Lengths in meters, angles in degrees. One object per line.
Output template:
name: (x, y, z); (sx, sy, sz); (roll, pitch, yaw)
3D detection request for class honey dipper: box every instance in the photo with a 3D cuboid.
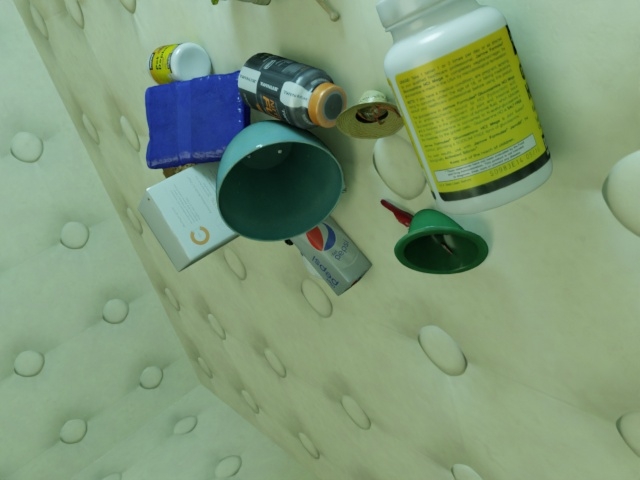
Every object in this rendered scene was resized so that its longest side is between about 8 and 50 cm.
honey dipper: (-0.019, -0.486, 1.100); (0.161, 0.030, 0.030); (49, 150, 9)

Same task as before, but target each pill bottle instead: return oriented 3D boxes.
pill bottle: (-0.405, -0.487, 1.582); (0.215, 0.117, 0.117); (17, 132, 48)
pill bottle: (-0.057, -0.318, 1.218); (0.245, 0.130, 0.131); (30, 142, 38)
pill bottle: (0.210, -0.224, 0.853); (0.188, 0.188, 0.334); (0, 119, 56)

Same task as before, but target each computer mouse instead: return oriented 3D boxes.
computer mouse: (-0.040, 0.042, 1.637); (0.193, 0.042, 0.106); (52, 150, 9)

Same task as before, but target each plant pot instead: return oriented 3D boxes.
plant pot: (-0.112, -0.168, 1.324); (0.290, 0.290, 0.195); (92, 163, -46)

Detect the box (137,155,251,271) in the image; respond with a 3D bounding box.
box: (-0.288, -0.101, 1.557); (0.215, 0.345, 0.168); (58, 151, -1)

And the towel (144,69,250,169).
towel: (-0.316, -0.308, 1.474); (0.308, 0.076, 0.228); (-3, 87, 23)

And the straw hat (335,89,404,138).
straw hat: (0.101, -0.258, 1.105); (0.144, 0.144, 0.061); (146, 129, -61)

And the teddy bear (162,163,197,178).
teddy bear: (-0.377, -0.211, 1.852); (0.337, 0.113, 0.245); (19, 141, 37)

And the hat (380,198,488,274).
hat: (0.232, -0.049, 1.161); (0.208, 0.184, 0.173); (6, 147, 1)

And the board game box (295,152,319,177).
board game box: (-0.036, -0.168, 1.446); (0.090, 0.020, 0.090); (47, 148, 16)

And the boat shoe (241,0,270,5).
boat shoe: (-0.125, -0.576, 1.045); (0.341, 0.110, 0.122); (119, 141, -59)

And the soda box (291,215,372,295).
soda box: (0.000, 0.000, 1.486); (0.286, 0.091, 0.098); (50, 150, 11)

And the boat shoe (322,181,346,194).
boat shoe: (0.030, -0.129, 1.380); (0.100, 0.035, 0.035); (-6, 87, 62)

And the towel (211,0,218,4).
towel: (-0.225, -0.610, 1.159); (0.102, 0.021, 0.237); (120, 145, -65)
